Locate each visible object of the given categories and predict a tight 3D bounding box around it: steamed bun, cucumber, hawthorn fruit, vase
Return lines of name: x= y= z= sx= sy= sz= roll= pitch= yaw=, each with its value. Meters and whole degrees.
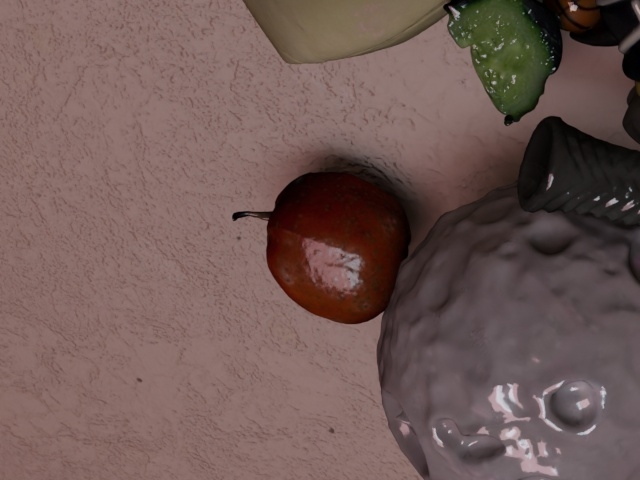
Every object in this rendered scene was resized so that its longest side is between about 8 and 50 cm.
steamed bun: x=0.022 y=-0.258 z=1.092 sx=0.250 sy=0.155 sz=0.200 roll=-16 pitch=114 yaw=41
cucumber: x=0.164 y=-0.167 z=1.060 sx=0.085 sy=0.193 sz=0.115 roll=-31 pitch=92 yaw=7
hawthorn fruit: x=0.000 y=0.000 z=1.295 sx=0.194 sy=0.157 sz=0.157 roll=21 pitch=132 yaw=3
vase: x=0.282 y=-0.035 z=0.983 sx=0.237 sy=0.115 sz=0.115 roll=14 pitch=134 yaw=-10

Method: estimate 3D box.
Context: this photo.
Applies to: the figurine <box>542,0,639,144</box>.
figurine: x=0.290 y=-0.175 z=1.018 sx=0.176 sy=0.133 sz=0.236 roll=-21 pitch=109 yaw=50

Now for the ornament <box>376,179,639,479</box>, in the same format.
ornament: x=0.208 y=0.111 z=1.128 sx=0.337 sy=0.337 sz=0.337 roll=16 pitch=130 yaw=20
